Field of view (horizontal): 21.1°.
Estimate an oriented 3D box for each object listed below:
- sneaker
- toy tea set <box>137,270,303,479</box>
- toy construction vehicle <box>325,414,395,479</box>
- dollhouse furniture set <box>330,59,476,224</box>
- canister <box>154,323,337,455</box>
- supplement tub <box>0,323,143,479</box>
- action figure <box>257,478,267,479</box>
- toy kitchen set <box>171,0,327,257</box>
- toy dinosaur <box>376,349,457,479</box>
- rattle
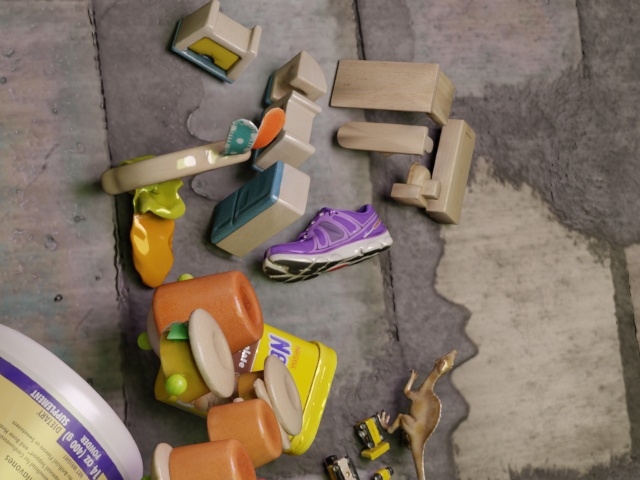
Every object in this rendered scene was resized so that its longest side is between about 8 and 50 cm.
[{"bbox_3d":[0.000,0.000,1.914,0.170,0.068,0.071,-16,78,-40],"label":"sneaker"},{"bbox_3d":[-0.121,0.152,1.637,0.124,0.336,0.200,-19,99,13],"label":"toy tea set"},{"bbox_3d":[0.045,0.256,1.923,0.086,0.035,0.098,-31,102,-40],"label":"toy construction vehicle"},{"bbox_3d":[0.092,-0.112,1.991,0.151,0.123,0.144,37,63,-61],"label":"dollhouse furniture set"},{"bbox_3d":[-0.080,0.144,1.834,0.170,0.073,0.126,25,72,-25],"label":"canister"},{"bbox_3d":[-0.348,0.261,1.563,0.241,0.241,0.331,49,63,-17],"label":"supplement tub"},{"bbox_3d":[0.018,0.364,1.852,0.280,0.091,0.139,40,53,-21],"label":"action figure"},{"bbox_3d":[-0.102,-0.121,1.847,0.166,0.122,0.207,28,51,-25],"label":"toy kitchen set"},{"bbox_3d":[0.107,0.208,1.926,0.053,0.092,0.183,16,77,-28],"label":"toy dinosaur"},{"bbox_3d":[-0.117,-0.043,1.759,0.130,0.200,0.142,24,57,-67],"label":"rattle"}]
